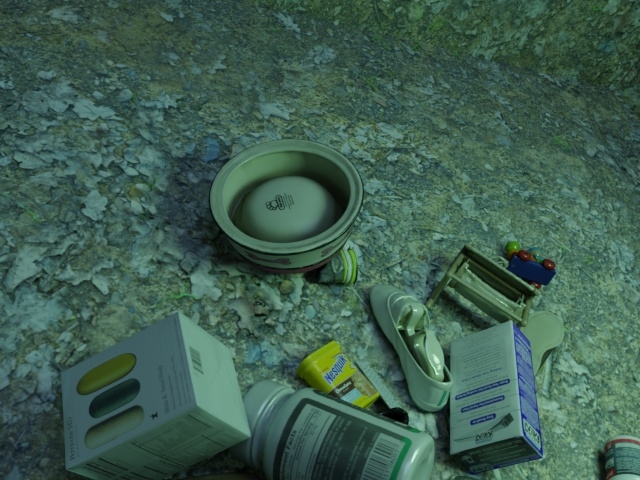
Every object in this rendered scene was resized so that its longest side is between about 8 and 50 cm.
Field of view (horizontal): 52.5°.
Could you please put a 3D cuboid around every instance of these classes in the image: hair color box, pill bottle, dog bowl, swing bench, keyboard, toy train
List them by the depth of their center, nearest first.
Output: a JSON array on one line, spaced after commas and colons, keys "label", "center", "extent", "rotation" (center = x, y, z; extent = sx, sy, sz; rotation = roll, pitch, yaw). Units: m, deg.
[{"label": "pill bottle", "center": [0.018, 0.407, 1.248], "extent": [0.361, 0.204, 0.204], "rotation": [16, 37, 25]}, {"label": "keyboard", "center": [0.170, 0.388, 1.560], "extent": [0.256, 0.014, 0.072], "rotation": [51, 9, 26]}, {"label": "hair color box", "center": [0.420, 0.376, 1.582], "extent": [0.110, 0.185, 0.339], "rotation": [46, 35, -25]}, {"label": "pill bottle", "center": [0.765, 0.588, 1.610], "extent": [0.108, 0.108, 0.180], "rotation": [25, 41, -1]}, {"label": "dog bowl", "center": [-0.087, -0.084, 1.756], "extent": [0.408, 0.150, 0.408], "rotation": [-1, 53, 1]}, {"label": "swing bench", "center": [0.477, 0.149, 1.869], "extent": [0.253, 0.165, 0.255], "rotation": [34, 42, 10]}, {"label": "toy train", "center": [0.624, 0.051, 2.097], "extent": [0.248, 0.105, 0.143], "rotation": [19, 32, -7]}]

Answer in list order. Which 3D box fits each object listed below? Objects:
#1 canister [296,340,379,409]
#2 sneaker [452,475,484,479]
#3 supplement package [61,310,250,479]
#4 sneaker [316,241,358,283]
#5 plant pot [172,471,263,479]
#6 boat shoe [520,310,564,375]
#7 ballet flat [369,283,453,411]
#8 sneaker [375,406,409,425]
[{"label": "canister", "center": [0.043, 0.336, 1.535], "extent": [0.126, 0.073, 0.170], "rotation": [-25, 64, -41]}, {"label": "sneaker", "center": [0.380, 0.563, 1.468], "extent": [0.166, 0.076, 0.065], "rotation": [19, 41, -8]}, {"label": "supplement package", "center": [-0.306, 0.305, 1.207], "extent": [0.263, 0.198, 0.199], "rotation": [-27, 52, 8]}, {"label": "sneaker", "center": [0.000, 0.000, 1.831], "extent": [0.121, 0.111, 0.300], "rotation": [-7, 49, -26]}, {"label": "plant pot", "center": [-0.198, 0.511, 1.163], "extent": [0.230, 0.215, 0.215], "rotation": [-7, 50, -50]}, {"label": "boat shoe", "center": [0.584, 0.307, 1.813], "extent": [0.116, 0.096, 0.324], "rotation": [35, 42, 17]}, {"label": "ballet flat", "center": [0.246, 0.244, 1.685], "extent": [0.139, 0.139, 0.400], "rotation": [2, 47, -25]}, {"label": "sneaker", "center": [0.072, 0.431, 1.413], "extent": [0.283, 0.124, 0.107], "rotation": [-15, 55, -36]}]
